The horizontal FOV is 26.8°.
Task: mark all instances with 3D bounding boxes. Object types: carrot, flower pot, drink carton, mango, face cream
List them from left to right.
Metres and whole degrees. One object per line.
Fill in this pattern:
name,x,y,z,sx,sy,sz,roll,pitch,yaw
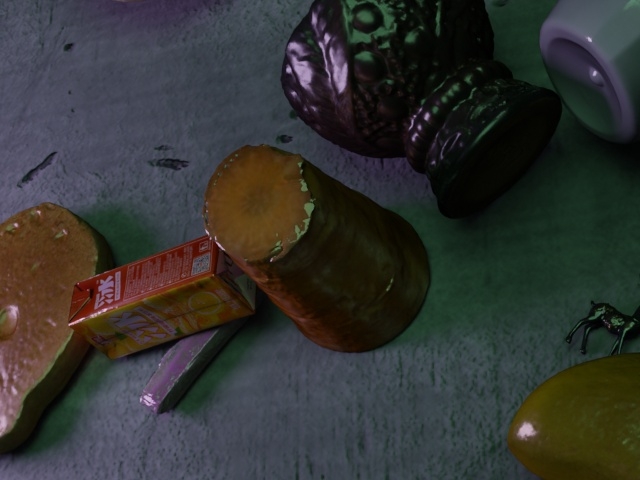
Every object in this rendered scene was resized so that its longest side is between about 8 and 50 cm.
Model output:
drink carton,-0.194,0.071,1.655,0.222,0.096,0.071,-19,47,25
carrot,0.000,0.000,1.556,0.196,0.254,0.196,-10,63,21
flower pot,0.129,-0.180,1.603,0.266,0.266,0.267,-42,67,-3
mango,0.367,0.207,1.374,0.331,0.142,0.195,24,70,32
face cream,0.430,-0.275,1.492,0.357,0.312,0.219,-37,77,-6

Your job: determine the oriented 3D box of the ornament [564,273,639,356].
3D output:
ornament,0.339,0.081,1.514,0.073,0.028,0.125,31,80,30

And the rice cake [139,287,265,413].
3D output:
rice cake,-0.147,0.132,1.670,0.207,0.036,0.047,-48,40,-5

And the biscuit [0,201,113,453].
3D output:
biscuit,-0.428,0.107,1.779,0.287,0.057,0.344,18,73,27
